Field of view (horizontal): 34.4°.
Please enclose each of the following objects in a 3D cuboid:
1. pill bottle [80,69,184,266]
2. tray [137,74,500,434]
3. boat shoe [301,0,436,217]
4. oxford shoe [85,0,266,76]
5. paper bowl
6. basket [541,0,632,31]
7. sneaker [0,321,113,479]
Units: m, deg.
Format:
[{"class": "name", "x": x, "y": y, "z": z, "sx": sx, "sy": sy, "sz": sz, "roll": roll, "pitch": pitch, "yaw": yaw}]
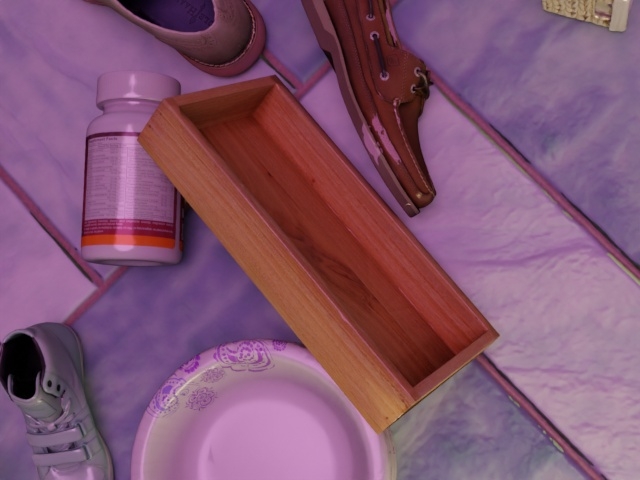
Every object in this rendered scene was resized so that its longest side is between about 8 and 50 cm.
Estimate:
[{"class": "pill bottle", "x": -0.221, "y": -0.083, "z": 1.238, "sx": 0.121, "sy": 0.121, "sz": 0.221, "roll": 0, "pitch": 83, "yaw": 10}, {"class": "tray", "x": 0.000, "y": 0.000, "z": 1.148, "sx": 0.411, "sy": 0.202, "sz": 0.076, "roll": 51, "pitch": 126, "yaw": 11}, {"class": "boat shoe", "x": 0.077, "y": -0.182, "z": 1.201, "sx": 0.104, "sy": 0.111, "sz": 0.307, "roll": -25, "pitch": 80, "yaw": 8}, {"class": "oxford shoe", "x": -0.243, "y": -0.349, "z": 1.258, "sx": 0.397, "sy": 0.146, "sz": 0.141, "roll": 31, "pitch": 92, "yaw": 13}, {"class": "paper bowl", "x": -0.057, "y": 0.252, "z": 1.157, "sx": 0.284, "sy": 0.148, "sz": 0.284, "roll": -1, "pitch": 84, "yaw": 10}, {"class": "basket", "x": 0.318, "y": -0.340, "z": 1.178, "sx": 0.103, "sy": 0.113, "sz": 0.167, "roll": 14, "pitch": 86, "yaw": 15}, {"class": "sneaker", "x": -0.320, "y": 0.222, "z": 1.206, "sx": 0.094, "sy": 0.151, "sz": 0.256, "roll": -15, "pitch": 82, "yaw": 6}]
